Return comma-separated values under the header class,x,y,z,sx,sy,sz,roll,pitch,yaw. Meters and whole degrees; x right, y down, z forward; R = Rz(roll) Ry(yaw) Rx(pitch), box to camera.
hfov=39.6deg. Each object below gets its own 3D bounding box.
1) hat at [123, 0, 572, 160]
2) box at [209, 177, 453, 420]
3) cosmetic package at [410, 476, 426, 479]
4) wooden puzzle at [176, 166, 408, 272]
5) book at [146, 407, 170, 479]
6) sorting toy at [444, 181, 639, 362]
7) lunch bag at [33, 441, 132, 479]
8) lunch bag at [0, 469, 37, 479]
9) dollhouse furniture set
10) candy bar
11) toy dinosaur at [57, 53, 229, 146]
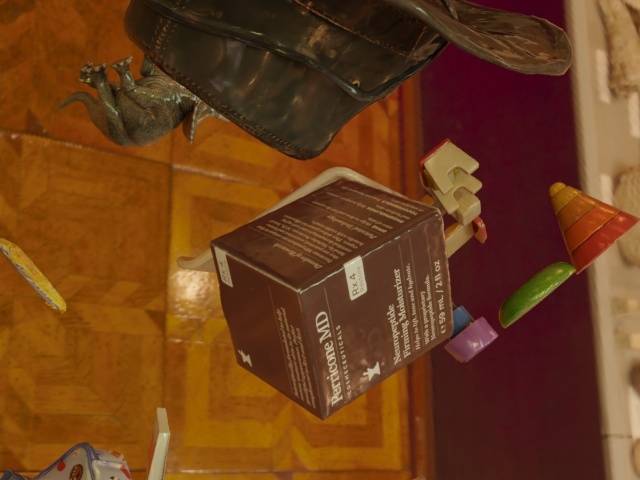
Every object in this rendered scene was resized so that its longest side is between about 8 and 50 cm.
class,x,y,z,sx,sy,sz,roll,pitch,yaw
hat,-0.015,-0.127,0.527,0.331,0.331,0.134,10,116,-36
box,0.016,0.055,0.992,0.203,0.167,0.169,-29,123,-30
cosmetic package,0.111,0.370,0.468,0.161,0.230,0.453,-34,77,1
wooden puzzle,-0.030,-0.001,1.559,0.081,0.347,0.322,66,18,14
book,-0.356,0.451,1.935,0.035,0.096,0.144,6,112,-18
sorting toy,0.286,0.026,1.248,0.365,0.127,0.126,-32,75,-25
lunch bag,-0.425,0.530,1.555,0.115,0.243,0.303,33,27,-47
lunch bag,-0.459,0.394,1.312,0.065,0.067,0.098,40,75,-40
dollhouse furniture set,0.171,-0.048,1.606,0.201,0.374,0.152,-41,66,-3
candy bar,-0.382,0.044,1.176,0.018,0.040,0.161,-51,145,-23
toy dinosaur,-0.278,-0.196,1.321,0.121,0.313,0.160,-62,135,-57
